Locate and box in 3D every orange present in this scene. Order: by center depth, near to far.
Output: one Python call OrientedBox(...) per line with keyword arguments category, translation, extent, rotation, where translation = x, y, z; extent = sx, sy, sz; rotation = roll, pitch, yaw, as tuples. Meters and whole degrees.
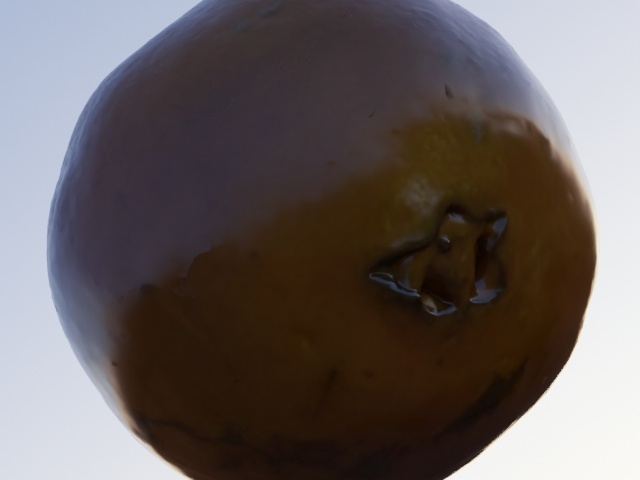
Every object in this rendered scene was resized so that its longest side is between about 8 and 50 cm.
OrientedBox(category="orange", translation=(0.000, 0.000, 1.022), extent=(0.312, 0.312, 0.312), rotation=(-24, -16, -7))
